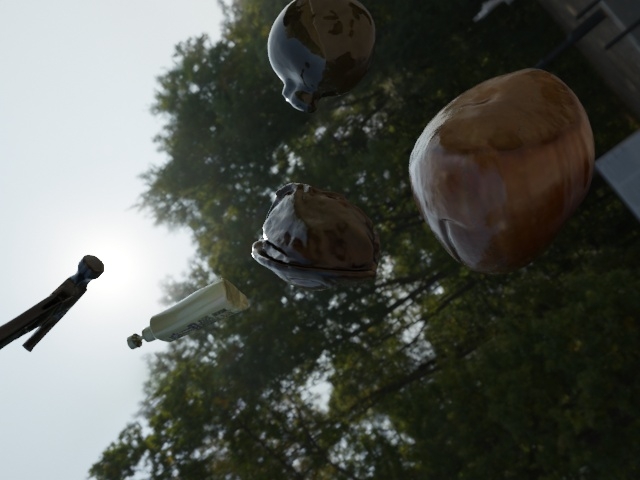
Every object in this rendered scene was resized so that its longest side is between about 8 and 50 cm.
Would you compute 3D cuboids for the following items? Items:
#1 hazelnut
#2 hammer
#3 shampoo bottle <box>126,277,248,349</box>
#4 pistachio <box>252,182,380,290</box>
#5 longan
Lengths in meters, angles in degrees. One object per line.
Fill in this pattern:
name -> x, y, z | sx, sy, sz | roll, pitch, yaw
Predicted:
hazelnut -> 0.148, -0.049, 0.528 | 0.150, 0.150, 0.150 | 39, -154, -23
hammer -> -0.352, 0.109, 0.742 | 0.037, 0.137, 0.290 | 44, -159, -3
shampoo bottle -> -0.148, 0.084, 0.721 | 0.049, 0.141, 0.034 | 34, -146, -64
pistachio -> 0.000, 0.000, 0.838 | 0.210, 0.165, 0.130 | -137, 34, -56
longan -> -0.002, -0.181, 0.657 | 0.106, 0.119, 0.106 | 21, 179, 0
